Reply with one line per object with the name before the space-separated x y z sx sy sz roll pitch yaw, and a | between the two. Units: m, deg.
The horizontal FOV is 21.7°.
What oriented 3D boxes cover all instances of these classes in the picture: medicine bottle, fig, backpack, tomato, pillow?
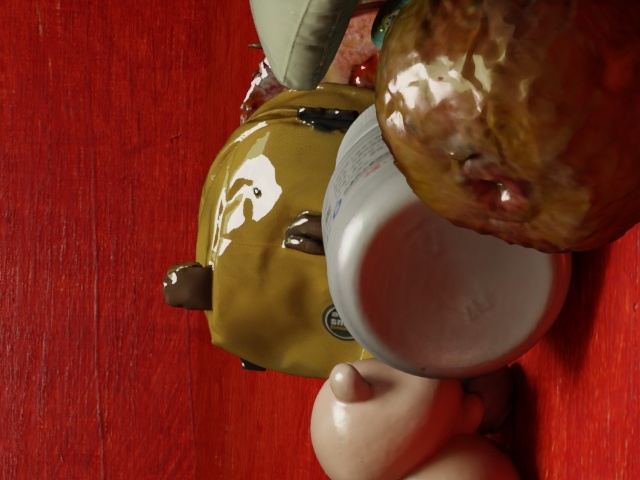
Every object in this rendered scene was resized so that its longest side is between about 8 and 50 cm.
medicine bottle | 0.123 -0.020 1.758 0.306 0.245 0.245 -96 13 -67
fig | 0.229 -0.178 1.487 0.368 0.286 0.286 -54 3 -21
backpack | -0.001 -0.003 2.033 0.201 0.354 0.378 -66 -21 -64
tomato | 0.055 -0.168 2.153 0.170 0.309 0.309 -61 -18 -64
pillow | -0.020 -0.351 1.775 0.255 0.120 0.322 117 150 -54

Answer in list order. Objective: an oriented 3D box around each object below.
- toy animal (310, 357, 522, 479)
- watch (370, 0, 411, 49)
toy animal | 0.105 0.238 1.822 0.210 0.230 0.221 121 147 -73
watch | 0.160 -0.186 1.750 0.068 0.195 0.237 -66 28 2
